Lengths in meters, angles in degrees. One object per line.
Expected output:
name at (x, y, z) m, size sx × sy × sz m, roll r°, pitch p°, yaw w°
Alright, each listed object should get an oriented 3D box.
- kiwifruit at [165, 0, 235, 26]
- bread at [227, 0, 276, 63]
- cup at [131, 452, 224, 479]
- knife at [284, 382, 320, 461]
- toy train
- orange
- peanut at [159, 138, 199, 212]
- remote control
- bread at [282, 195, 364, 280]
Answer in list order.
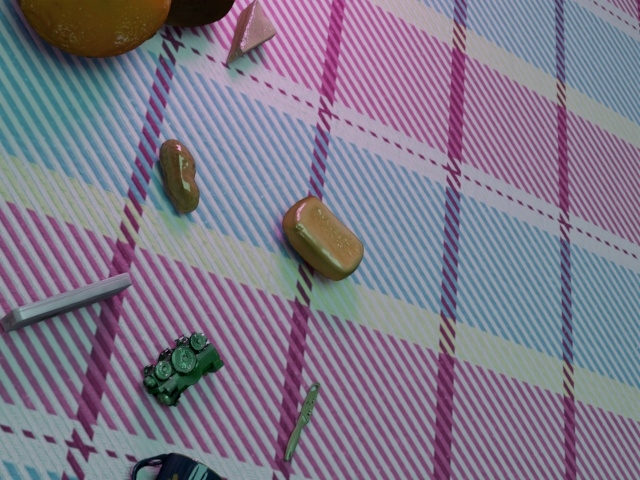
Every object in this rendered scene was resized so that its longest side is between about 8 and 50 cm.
kiwifruit at (-0.307, -0.609, 2.175) m, size 0.234 × 0.196 × 0.196 m, roll -9°, pitch 76°, yaw -41°
bread at (-0.196, -0.526, 2.286) m, size 0.105 × 0.077 × 0.152 m, roll 55°, pitch 47°, yaw -7°
cup at (-0.294, 0.501, 1.752) m, size 0.176 × 0.131 × 0.155 m, roll 22°, pitch 58°, yaw 9°
knife at (-0.039, 0.405, 2.032) m, size 0.030 × 0.014 × 0.207 m, roll 35°, pitch 53°, yaw -16°
toy train at (-0.288, 0.266, 1.885) m, size 0.178 × 0.071 × 0.104 m, roll -41°, pitch 106°, yaw -41°
orange at (-0.484, -0.568, 1.942) m, size 0.341 × 0.293 × 0.340 m, roll 3°, pitch 71°, yaw -9°
peanut at (-0.313, -0.146, 2.043) m, size 0.080 × 0.080 × 0.174 m, roll -8°, pitch 78°, yaw -37°
remote control at (-0.494, 0.120, 1.780) m, size 0.250 × 0.103 × 0.034 m, roll -20°, pitch 85°, yaw -38°
bread at (0.000, 0.000, 2.181) m, size 0.217 × 0.098 × 0.147 m, roll 49°, pitch 50°, yaw -11°
